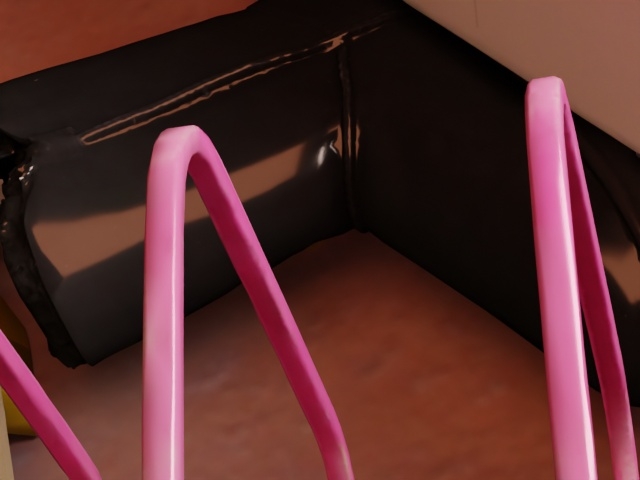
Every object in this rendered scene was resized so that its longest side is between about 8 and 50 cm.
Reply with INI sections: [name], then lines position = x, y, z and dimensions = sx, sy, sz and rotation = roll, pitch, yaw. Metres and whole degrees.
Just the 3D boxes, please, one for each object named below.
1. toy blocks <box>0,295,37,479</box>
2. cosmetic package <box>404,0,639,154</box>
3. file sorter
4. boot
[toy blocks]
position = -0.236, 0.106, 0.646
dimensions = 0.261, 0.191, 0.381
rotation = -16, 61, 4
[cosmetic package]
position = 0.142, -0.162, 0.649
dimensions = 0.230, 0.161, 0.453
rotation = -33, 48, -22
[file sorter]
position = 0.059, 0.081, 0.389
dimensions = 0.291, 0.202, 0.182
rotation = -7, 58, 10
[boot]
position = 0.000, 0.000, 0.705
dimensions = 0.207, 0.094, 0.246
rotation = -26, 53, -6
